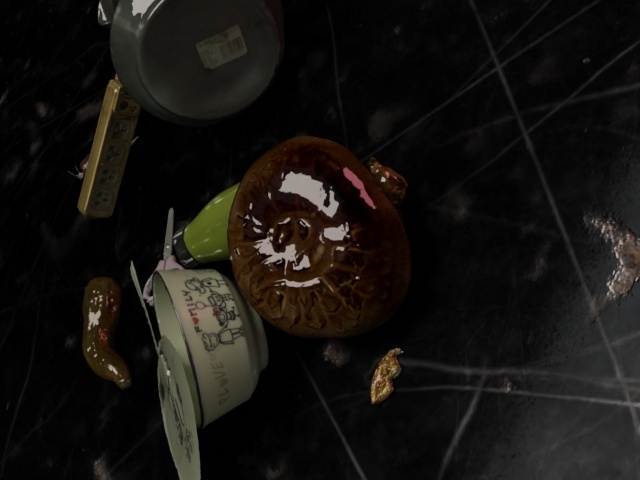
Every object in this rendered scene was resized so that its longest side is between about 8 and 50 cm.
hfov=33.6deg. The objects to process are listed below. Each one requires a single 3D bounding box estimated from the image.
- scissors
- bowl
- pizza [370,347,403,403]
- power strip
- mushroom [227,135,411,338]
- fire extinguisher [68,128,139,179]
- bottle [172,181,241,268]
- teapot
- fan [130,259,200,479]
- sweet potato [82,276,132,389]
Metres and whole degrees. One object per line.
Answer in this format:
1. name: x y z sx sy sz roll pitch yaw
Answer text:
1. scissors: -0.264 0.024 1.829 0.100 0.015 0.189 -22 51 30
2. bowl: -0.155 0.143 1.539 0.126 0.238 0.238 -15 42 -18
3. pizza: 0.087 0.181 1.414 0.037 0.016 0.083 16 76 39
4. power strip: -0.384 -0.172 1.946 0.044 0.064 0.305 36 115 45
5. mushroom: 0.000 -0.005 1.462 0.278 0.163 0.297 -42 74 5
6. fire extinguisher: -0.421 -0.168 2.061 0.158 0.043 0.064 -44 87 15
7. bottle: -0.121 -0.031 1.657 0.260 0.112 0.112 -26 51 30
8. teapot: -0.207 -0.406 1.859 0.376 0.306 0.362 -26 37 -8
9. fan: -0.233 0.188 1.587 0.233 0.012 0.415 108 147 -48
10. sweet potato: -0.371 0.161 1.813 0.081 0.062 0.233 -33 51 22
